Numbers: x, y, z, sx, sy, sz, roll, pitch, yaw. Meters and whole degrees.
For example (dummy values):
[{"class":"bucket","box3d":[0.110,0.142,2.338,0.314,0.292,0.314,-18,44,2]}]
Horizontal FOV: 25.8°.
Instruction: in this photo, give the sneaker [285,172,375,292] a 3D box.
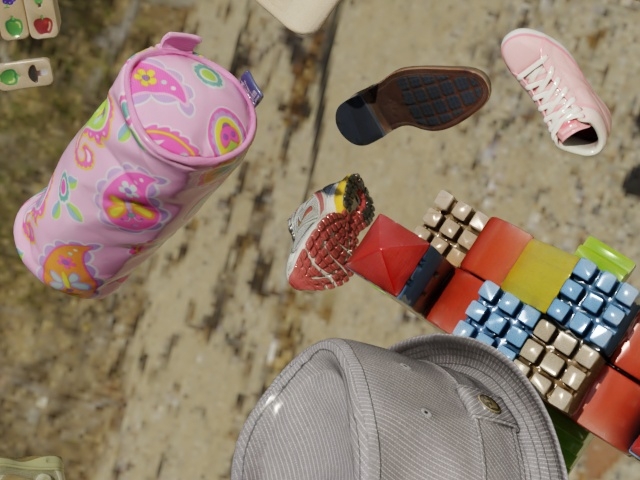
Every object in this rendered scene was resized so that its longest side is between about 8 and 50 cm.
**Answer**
[{"class":"sneaker","box3d":[0.000,0.000,1.816,0.092,0.088,0.225,-18,22,28]}]

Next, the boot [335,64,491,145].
[{"class":"boot","box3d":[0.122,-0.174,1.582,0.219,0.082,0.106,-9,23,45]}]

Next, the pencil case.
[{"class":"pencil case","box3d":[-0.160,-0.055,1.175,0.284,0.124,0.124,-43,31,50]}]

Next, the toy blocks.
[{"class":"toy blocks","box3d":[0.186,0.075,1.086,0.191,0.381,0.261,-57,-20,-1]}]

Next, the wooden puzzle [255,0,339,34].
[{"class":"wooden puzzle","box3d":[-0.024,-0.357,1.468,0.221,0.044,0.238,-54,50,10]}]

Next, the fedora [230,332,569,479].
[{"class":"fedora","box3d":[0.029,0.165,0.907,0.243,0.124,0.275,-42,37,24]}]

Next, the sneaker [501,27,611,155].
[{"class":"sneaker","box3d":[0.213,-0.130,1.255,0.051,0.134,0.070,-36,18,30]}]

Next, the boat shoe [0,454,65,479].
[{"class":"boat shoe","box3d":[-0.293,0.225,1.267,0.056,0.153,0.048,-26,71,31]}]

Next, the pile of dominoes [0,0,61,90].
[{"class":"pile of dominoes","box3d":[-0.390,-0.230,1.394,0.040,0.251,0.196,-103,6,-65]}]
